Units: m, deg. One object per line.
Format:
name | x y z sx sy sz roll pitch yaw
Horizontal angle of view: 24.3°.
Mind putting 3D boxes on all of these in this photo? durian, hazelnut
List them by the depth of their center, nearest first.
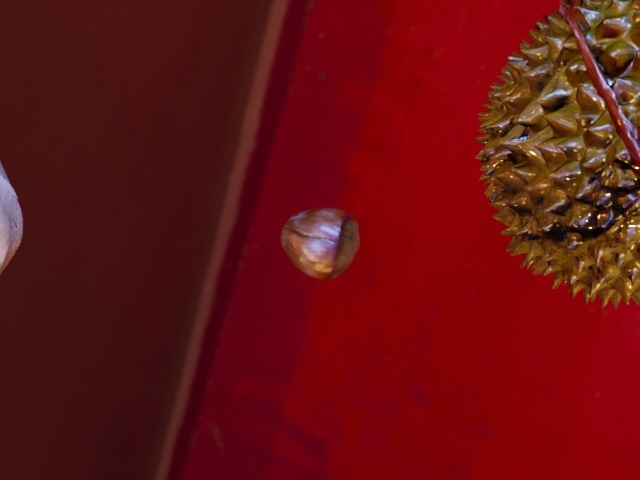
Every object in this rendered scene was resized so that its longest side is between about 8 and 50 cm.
durian | 0.315 -0.103 1.433 0.348 0.347 0.384 32 152 10
hazelnut | 0.000 0.000 1.533 0.086 0.086 0.086 21 136 22

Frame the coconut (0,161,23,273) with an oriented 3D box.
coconut | -0.476 -0.039 1.810 0.234 0.224 0.224 37 152 54
